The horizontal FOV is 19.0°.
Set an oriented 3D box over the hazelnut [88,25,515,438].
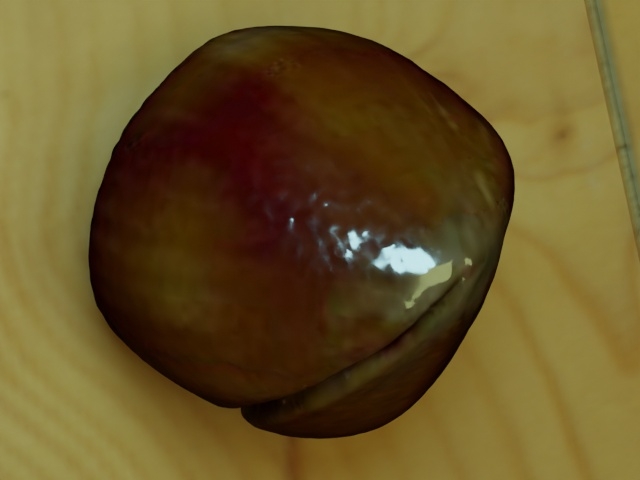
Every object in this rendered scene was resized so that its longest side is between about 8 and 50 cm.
[{"bbox_3d":[0.000,0.000,0.886,0.208,0.208,0.208,-3,97,-25],"label":"hazelnut"}]
